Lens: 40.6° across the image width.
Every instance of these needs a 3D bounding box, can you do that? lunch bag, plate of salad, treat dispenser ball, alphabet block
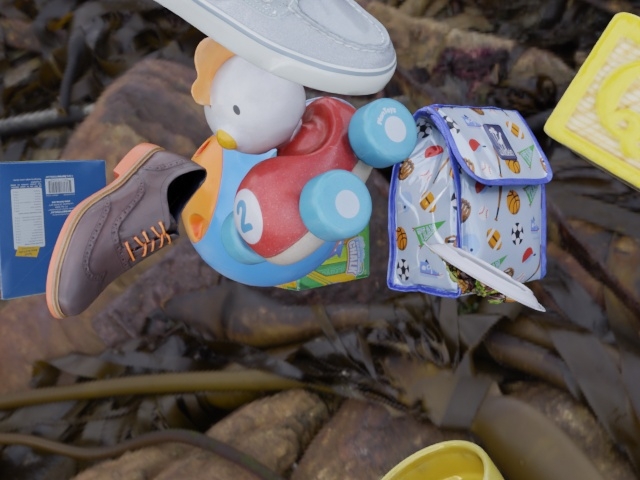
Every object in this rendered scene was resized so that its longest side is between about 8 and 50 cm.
[{"bbox_3d":[0.321,-0.091,1.831,0.239,0.328,0.385,4,97,45],"label":"lunch bag"},{"bbox_3d":[0.230,0.058,1.245,0.200,0.200,0.048,34,100,31],"label":"plate of salad"},{"bbox_3d":[-0.093,-0.066,1.471,0.288,0.288,0.288,-6,54,9],"label":"treat dispenser ball"},{"bbox_3d":[0.455,-0.162,1.166,0.193,0.197,0.192,37,102,33],"label":"alphabet block"}]

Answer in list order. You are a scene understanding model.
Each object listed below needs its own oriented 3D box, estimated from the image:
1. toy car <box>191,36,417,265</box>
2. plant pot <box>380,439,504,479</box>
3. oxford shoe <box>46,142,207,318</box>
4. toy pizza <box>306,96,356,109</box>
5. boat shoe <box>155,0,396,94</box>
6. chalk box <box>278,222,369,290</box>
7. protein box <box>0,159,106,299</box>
[{"bbox_3d":[-0.064,-0.115,0.958,0.219,0.238,0.210,-17,35,56],"label":"toy car"},{"bbox_3d":[0.228,0.503,1.429,0.254,0.239,0.254,-34,14,10],"label":"plant pot"},{"bbox_3d":[-0.232,-0.014,1.046,0.098,0.097,0.271,15,55,18],"label":"oxford shoe"},{"bbox_3d":[-0.011,-0.202,1.720,0.201,0.201,0.032,-25,45,-4],"label":"toy pizza"},{"bbox_3d":[-0.043,-0.169,0.528,0.228,0.081,0.079,27,43,-12],"label":"boat shoe"},{"bbox_3d":[0.000,0.000,2.002,0.289,0.180,0.179,-10,12,-40],"label":"chalk box"},{"bbox_3d":[-0.452,-0.024,1.355,0.136,0.200,0.201,4,98,39],"label":"protein box"}]
